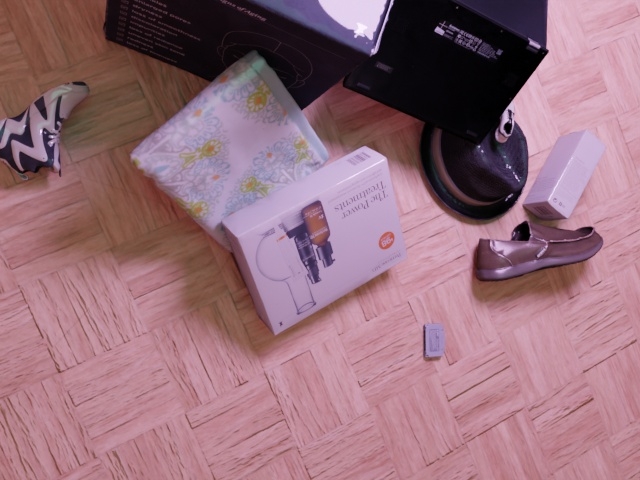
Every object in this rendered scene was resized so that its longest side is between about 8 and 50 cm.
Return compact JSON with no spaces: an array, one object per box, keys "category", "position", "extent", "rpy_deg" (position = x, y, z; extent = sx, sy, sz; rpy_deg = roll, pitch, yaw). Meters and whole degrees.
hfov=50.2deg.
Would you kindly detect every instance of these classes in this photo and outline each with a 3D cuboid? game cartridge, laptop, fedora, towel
[{"category":"game cartridge","position":[0.286,0.251,1.717],"extent":[0.056,0.017,0.083],"rpy_deg":[1,88,-15]},{"category":"laptop","position":[0.288,-0.491,1.514],"extent":[0.382,0.236,0.408],"rpy_deg":[18,123,-24]},{"category":"fedora","position":[0.414,-0.216,1.704],"extent":[0.334,0.152,0.334],"rpy_deg":[1,88,-18]},{"category":"towel","position":[-0.165,-0.167,1.418],"extent":[0.320,0.090,0.374],"rpy_deg":[-43,143,-4]}]

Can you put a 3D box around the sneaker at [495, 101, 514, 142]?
[{"category":"sneaker","position":[0.445,-0.287,1.616],"extent":[0.040,0.044,0.109],"rpy_deg":[12,78,-9]}]

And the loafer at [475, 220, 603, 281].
[{"category":"loafer","position":[0.563,0.008,1.754],"extent":[0.366,0.134,0.130],"rpy_deg":[-13,93,-18]}]

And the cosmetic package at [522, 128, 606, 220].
[{"category":"cosmetic package","position":[0.641,-0.170,1.797],"extent":[0.085,0.117,0.231],"rpy_deg":[36,79,-15]}]

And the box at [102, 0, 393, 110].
[{"category":"box","position":[-0.151,-0.511,1.360],"extent":[0.480,0.472,0.297],"rpy_deg":[20,82,-17]}]

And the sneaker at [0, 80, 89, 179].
[{"category":"sneaker","position":[-0.553,-0.215,1.416],"extent":[0.235,0.094,0.153],"rpy_deg":[-36,101,-16]}]

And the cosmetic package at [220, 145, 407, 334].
[{"category":"cosmetic package","position":[0.000,0.000,1.529],"extent":[0.377,0.097,0.284],"rpy_deg":[-29,128,-17]}]
